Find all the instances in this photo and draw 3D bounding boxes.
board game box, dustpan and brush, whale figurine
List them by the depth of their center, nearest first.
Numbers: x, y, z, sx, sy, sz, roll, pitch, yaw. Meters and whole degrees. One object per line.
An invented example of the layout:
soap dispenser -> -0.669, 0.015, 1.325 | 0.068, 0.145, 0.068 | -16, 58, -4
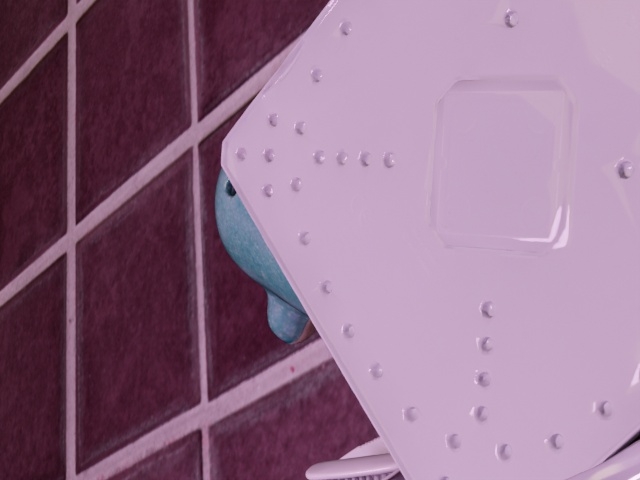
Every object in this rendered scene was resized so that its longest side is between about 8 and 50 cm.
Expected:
board game box -> 0.132, -0.049, 1.016 | 0.390, 0.050, 0.390 | -49, 57, 29
dustpan and brush -> 0.057, 0.170, 1.143 | 0.211, 0.147, 0.060 | -15, 103, 27
whale figurine -> 0.000, 0.000, 1.236 | 0.216, 0.141, 0.272 | -56, 36, 31

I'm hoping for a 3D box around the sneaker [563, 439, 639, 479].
sneaker -> 0.211, 0.156, 0.884 | 0.258, 0.094, 0.091 | -34, 72, 26
